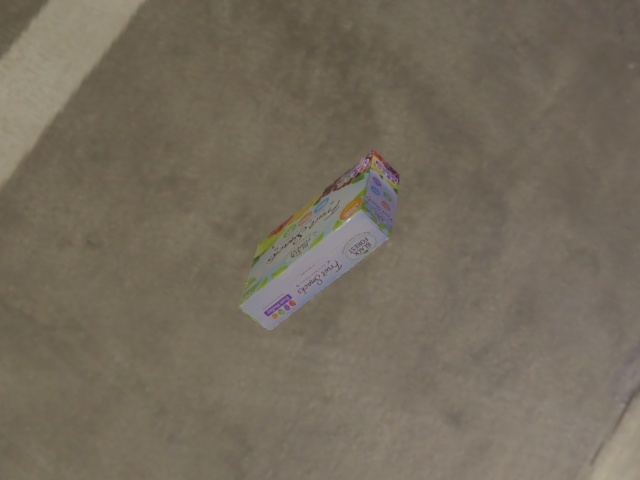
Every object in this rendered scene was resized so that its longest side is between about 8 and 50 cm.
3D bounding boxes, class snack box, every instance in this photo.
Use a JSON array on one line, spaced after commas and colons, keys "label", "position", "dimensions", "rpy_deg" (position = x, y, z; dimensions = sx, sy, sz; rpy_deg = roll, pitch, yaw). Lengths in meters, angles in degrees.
[{"label": "snack box", "position": [0.000, 0.000, 1.018], "dimensions": [0.037, 0.100, 0.141], "rpy_deg": [42, 118, -18]}]
